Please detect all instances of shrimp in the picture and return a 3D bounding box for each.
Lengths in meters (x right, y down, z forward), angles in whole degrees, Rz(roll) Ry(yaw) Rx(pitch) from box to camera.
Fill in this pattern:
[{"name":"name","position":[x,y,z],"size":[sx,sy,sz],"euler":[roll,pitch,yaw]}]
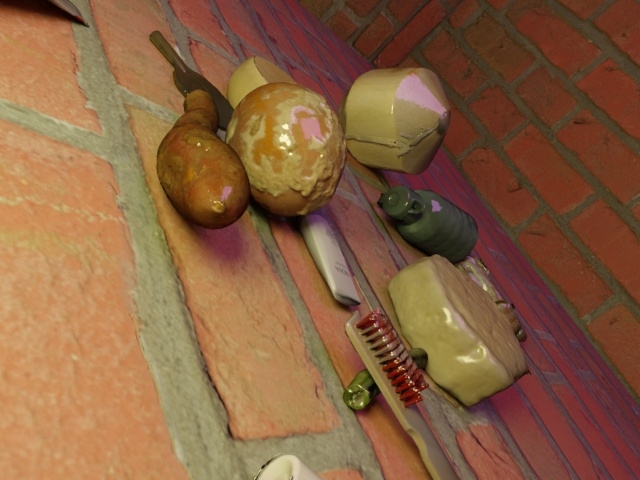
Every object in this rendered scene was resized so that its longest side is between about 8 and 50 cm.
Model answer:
[{"name":"shrimp","position":[0.448,0.126,1.482],"size":[0.360,0.085,0.247],"euler":[53,13,5]}]

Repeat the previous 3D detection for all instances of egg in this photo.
[{"name":"egg","position":[-0.056,-0.146,0.843],"size":[0.195,0.195,0.233],"euler":[17,40,-51]}]

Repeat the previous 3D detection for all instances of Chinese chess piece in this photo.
[{"name":"Chinese chess piece","position":[-0.082,-0.272,1.132],"size":[0.251,0.097,0.250],"euler":[40,23,-20]}]

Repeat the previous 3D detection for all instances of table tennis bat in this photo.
[{"name":"table tennis bat","position":[-0.234,-0.292,0.994],"size":[0.234,0.022,0.131],"euler":[51,23,2]}]

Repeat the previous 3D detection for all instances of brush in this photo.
[{"name":"brush","position":[0.134,0.230,0.697],"size":[0.320,0.050,0.060],"euler":[60,21,1]}]

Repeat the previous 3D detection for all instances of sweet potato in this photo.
[{"name":"sweet potato","position":[-0.165,-0.113,0.719],"size":[0.109,0.109,0.385],"euler":[33,14,-32]}]

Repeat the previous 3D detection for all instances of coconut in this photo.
[{"name":"coconut","position":[0.219,-0.332,1.495],"size":[0.323,0.323,0.323],"euler":[39,24,-21]}]

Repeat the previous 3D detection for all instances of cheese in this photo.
[{"name":"cheese","position":[0.267,0.169,1.023],"size":[0.318,0.115,0.326],"euler":[36,27,-27]}]

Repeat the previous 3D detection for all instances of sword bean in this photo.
[{"name":"sword bean","position":[0.105,0.192,0.785],"size":[0.269,0.038,0.043],"euler":[1,63,-61]}]

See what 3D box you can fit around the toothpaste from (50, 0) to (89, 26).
[{"name":"toothpaste","position":[-0.406,-0.330,0.702],"size":[0.075,0.048,0.301],"euler":[19,17,2]}]

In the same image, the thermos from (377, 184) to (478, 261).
[{"name":"thermos","position":[0.257,-0.057,1.353],"size":[0.287,0.144,0.182],"euler":[26,-1,-40]}]

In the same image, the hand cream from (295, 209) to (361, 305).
[{"name":"hand cream","position":[0.000,0.000,0.894],"size":[0.079,0.048,0.255],"euler":[24,33,-48]}]

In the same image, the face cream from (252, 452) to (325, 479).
[{"name":"face cream","position":[0.036,0.286,0.488],"size":[0.243,0.058,0.092],"euler":[47,15,-16]}]
